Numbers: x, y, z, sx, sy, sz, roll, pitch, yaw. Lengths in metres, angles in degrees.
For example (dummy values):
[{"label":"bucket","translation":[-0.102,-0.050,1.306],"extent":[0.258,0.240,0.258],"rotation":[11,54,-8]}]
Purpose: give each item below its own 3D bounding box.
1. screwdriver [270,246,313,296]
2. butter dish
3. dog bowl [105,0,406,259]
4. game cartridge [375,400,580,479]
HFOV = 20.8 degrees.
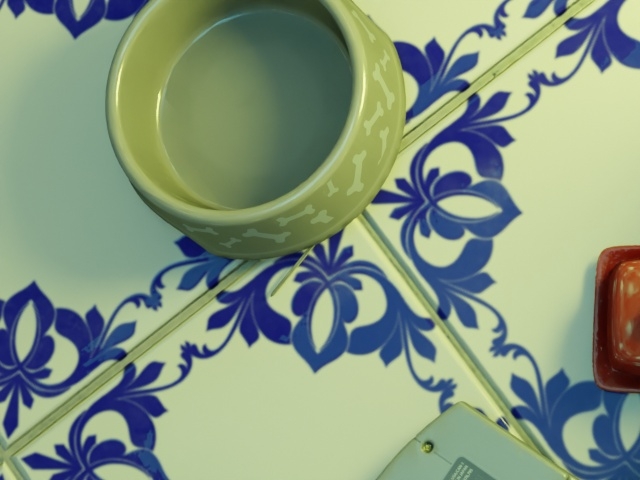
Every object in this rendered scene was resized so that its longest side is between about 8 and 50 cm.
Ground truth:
[{"label":"screwdriver","translation":[0.000,0.000,1.972],"extent":[0.025,0.024,0.170],"rotation":[33,96,-13]},{"label":"butter dish","translation":[0.361,0.078,1.819],"extent":[0.160,0.118,0.160],"rotation":[2,82,14]},{"label":"dog bowl","translation":[-0.083,-0.156,1.958],"extent":[0.348,0.102,0.349],"rotation":[-3,78,16]},{"label":"game cartridge","translation":[0.128,0.333,1.875],"extent":[0.198,0.062,0.297],"rotation":[34,91,20]}]
